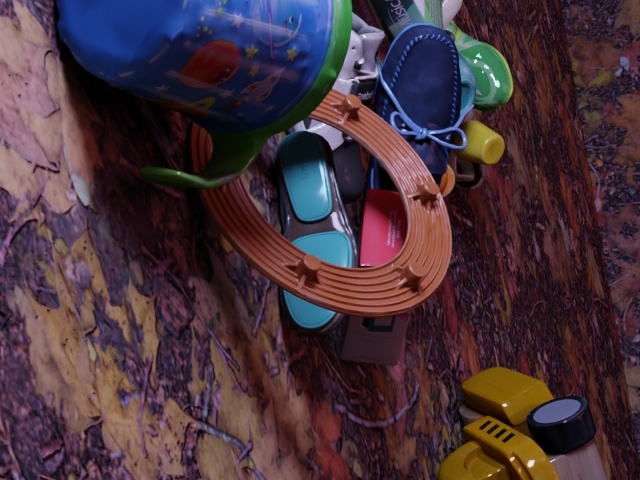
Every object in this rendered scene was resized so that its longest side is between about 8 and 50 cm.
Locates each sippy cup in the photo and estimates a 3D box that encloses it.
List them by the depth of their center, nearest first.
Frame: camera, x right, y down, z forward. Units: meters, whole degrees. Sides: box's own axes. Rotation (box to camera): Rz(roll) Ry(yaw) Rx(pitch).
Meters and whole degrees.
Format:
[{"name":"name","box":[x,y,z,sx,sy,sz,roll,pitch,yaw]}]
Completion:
[{"name":"sippy cup","box":[-0.123,-0.222,1.326,0.224,0.240,0.306,3,57,-58]}]

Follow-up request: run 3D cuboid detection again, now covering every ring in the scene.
[{"name":"ring","box":[0.010,-0.063,1.543,0.336,0.032,0.337,20,45,-21]}]

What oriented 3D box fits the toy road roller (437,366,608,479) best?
[{"name":"toy road roller","box":[0.272,0.344,2.069,0.329,0.240,0.203,20,-48,69]}]

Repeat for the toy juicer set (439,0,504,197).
[{"name":"toy juicer set","box":[0.163,-0.212,2.157,0.209,0.089,0.329,-39,131,-20]}]

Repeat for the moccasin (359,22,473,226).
[{"name":"moccasin","box":[0.132,-0.113,1.844,0.117,0.137,0.342,-100,-167,-66]}]

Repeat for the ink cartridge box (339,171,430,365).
[{"name":"ink cartridge box","box":[0.080,0.032,1.717,0.231,0.078,0.134,100,-3,-46]}]

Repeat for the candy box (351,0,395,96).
[{"name":"candy box","box":[0.044,-0.383,1.983,0.317,0.122,0.268,-72,142,-54]}]

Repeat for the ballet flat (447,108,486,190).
[{"name":"ballet flat","box":[0.220,-0.170,2.340,0.316,0.107,0.106,40,52,-56]}]

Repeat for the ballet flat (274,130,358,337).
[{"name":"ballet flat","box":[0.000,0.000,1.668,0.096,0.095,0.281,67,18,-60]}]

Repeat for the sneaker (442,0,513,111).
[{"name":"sneaker","box":[0.198,-0.323,2.310,0.295,0.109,0.123,49,34,14]}]

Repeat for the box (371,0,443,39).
[{"name":"box","box":[0.075,-0.418,1.841,0.322,0.058,0.232,51,29,-39]}]

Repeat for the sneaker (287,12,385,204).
[{"name":"sneaker","box":[0.022,-0.207,1.785,0.122,0.146,0.331,-57,131,-65]}]
